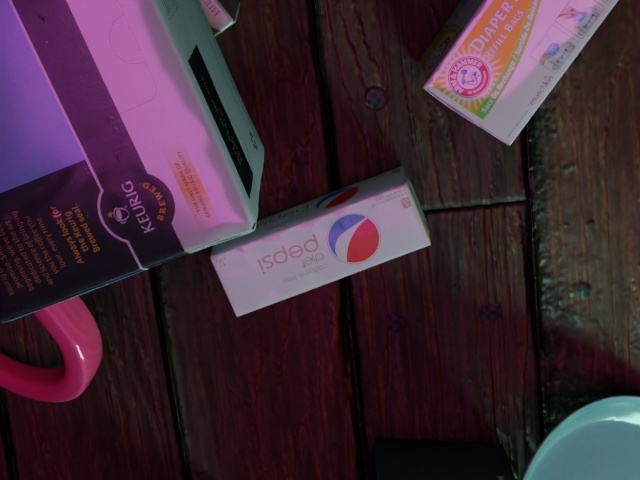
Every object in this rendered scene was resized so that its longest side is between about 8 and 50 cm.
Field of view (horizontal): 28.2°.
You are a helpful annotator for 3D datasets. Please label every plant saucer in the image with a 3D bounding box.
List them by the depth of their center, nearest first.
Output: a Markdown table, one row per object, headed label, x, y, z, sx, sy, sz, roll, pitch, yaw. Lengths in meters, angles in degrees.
| label | x | y | z | sx | sy | sz | roll | pitch | yaw |
| --- | --- | --- | --- | --- | --- | --- | --- | --- | --- |
| plant saucer | 0.322 | 0.325 | 1.357 | 0.317 | 0.043 | 0.318 | 5 | 79 | -27 |

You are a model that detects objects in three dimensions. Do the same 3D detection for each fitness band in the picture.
| label | x | y | z | sx | sy | sz | roll | pitch | yaw |
| --- | --- | --- | --- | --- | --- | --- | --- | --- | --- |
| fitness band | -0.344 | 0.059 | 1.276 | 0.209 | 0.054 | 0.291 | -11 | 127 | 35 |

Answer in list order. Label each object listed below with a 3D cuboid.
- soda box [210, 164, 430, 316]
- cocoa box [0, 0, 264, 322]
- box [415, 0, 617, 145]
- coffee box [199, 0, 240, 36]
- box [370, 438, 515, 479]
| label | x | y | z | sx | sy | sz | roll | pitch | yaw |
| --- | --- | --- | --- | --- | --- | --- | --- | --- | --- |
| soda box | 0.000 | 0.000 | 1.308 | 0.216 | 0.069 | 0.074 | -21 | 108 | 6 |
| cocoa box | -0.217 | -0.153 | 1.040 | 0.228 | 0.231 | 0.347 | -21 | 108 | 7 |
| box | 0.191 | -0.209 | 1.212 | 0.103 | 0.114 | 0.203 | 32 | 107 | -10 |
| coffee box | -0.244 | -0.192 | 1.214 | 0.297 | 0.119 | 0.168 | -37 | 106 | 12 |
| box | 0.128 | 0.334 | 1.404 | 0.153 | 0.108 | 0.207 | 4 | 109 | -2 |
